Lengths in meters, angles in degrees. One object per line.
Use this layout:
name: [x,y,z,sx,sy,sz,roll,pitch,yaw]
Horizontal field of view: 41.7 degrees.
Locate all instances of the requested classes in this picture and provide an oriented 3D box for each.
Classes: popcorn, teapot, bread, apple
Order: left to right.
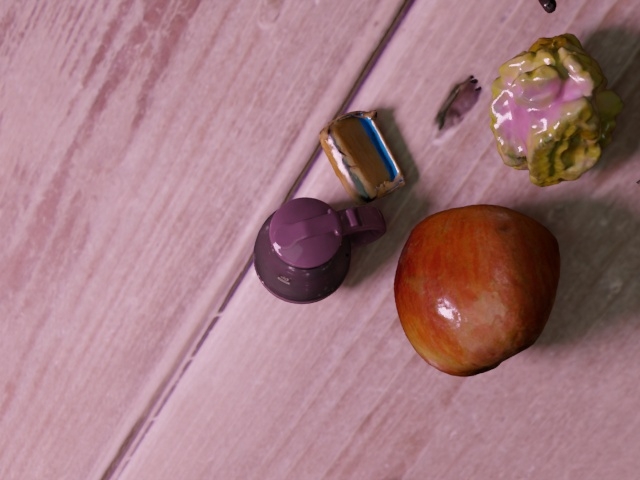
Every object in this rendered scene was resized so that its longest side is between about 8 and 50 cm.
teapot: [-0.004,0.009,0.951,0.148,0.146,0.116,11,75,0]
bread: [0.045,-0.095,0.968,0.072,0.053,0.106,-27,87,-20]
apple: [0.157,0.053,0.868,0.160,0.195,0.173,5,70,-4]
popcorn: [0.235,-0.130,0.854,0.125,0.126,0.145,-7,122,37]

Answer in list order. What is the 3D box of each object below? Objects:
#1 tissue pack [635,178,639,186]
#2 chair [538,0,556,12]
tissue pack: [0.409,-0.070,0.808,0.169,0.082,0.120,29,104,17]
chair: [0.204,-0.397,0.830,0.160,0.319,0.186,-34,127,26]
